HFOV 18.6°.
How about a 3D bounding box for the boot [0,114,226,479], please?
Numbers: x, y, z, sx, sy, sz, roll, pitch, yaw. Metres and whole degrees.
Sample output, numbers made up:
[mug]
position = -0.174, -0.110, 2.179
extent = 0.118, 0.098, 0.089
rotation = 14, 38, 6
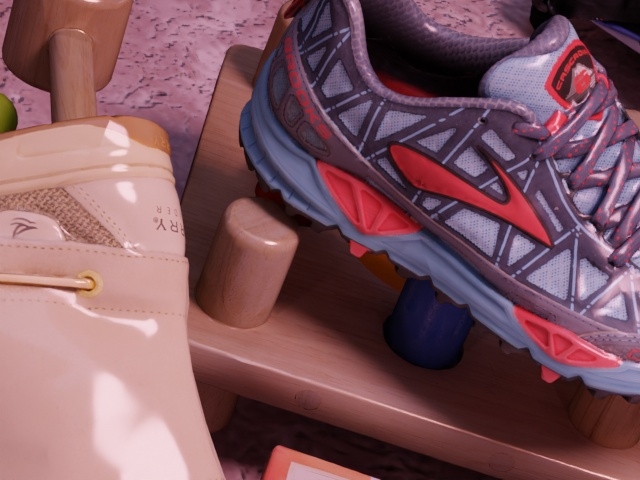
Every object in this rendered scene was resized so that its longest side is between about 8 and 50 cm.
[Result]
[boot]
position = -0.165, 0.077, 0.757
extent = 0.262, 0.095, 0.203
rotation = -14, 80, 0

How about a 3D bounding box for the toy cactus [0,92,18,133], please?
[toy cactus]
position = -0.193, -0.007, 0.884
extent = 0.180, 0.112, 0.219
rotation = -1, 29, 44

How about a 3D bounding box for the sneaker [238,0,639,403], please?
[sneaker]
position = 0.091, -0.028, 0.830
extent = 0.262, 0.125, 0.104
rotation = 27, 37, 7

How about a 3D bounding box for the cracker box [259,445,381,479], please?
[cracker box]
position = 0.065, 0.192, 0.804
extent = 0.232, 0.067, 0.155
rotation = 19, 37, 2

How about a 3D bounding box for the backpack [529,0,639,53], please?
[backpack]
position = 0.307, -0.190, 1.235
extent = 0.213, 0.276, 0.263
rotation = 15, 22, -33

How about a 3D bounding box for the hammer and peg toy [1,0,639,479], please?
[hammer and peg toy]
position = 0.000, 0.000, 0.963
extent = 0.361, 0.127, 0.266
rotation = 18, 37, -6
